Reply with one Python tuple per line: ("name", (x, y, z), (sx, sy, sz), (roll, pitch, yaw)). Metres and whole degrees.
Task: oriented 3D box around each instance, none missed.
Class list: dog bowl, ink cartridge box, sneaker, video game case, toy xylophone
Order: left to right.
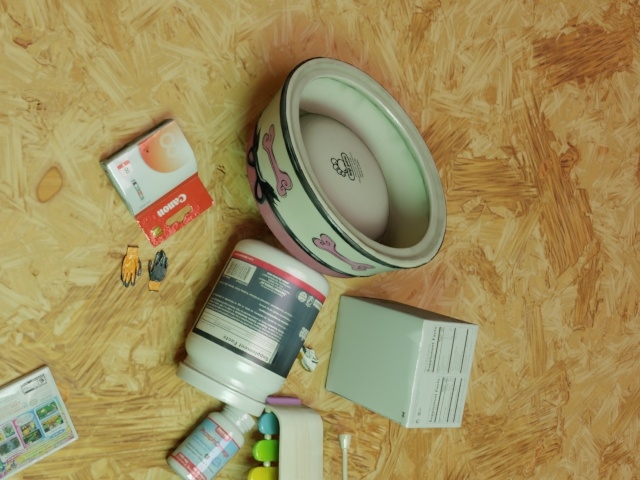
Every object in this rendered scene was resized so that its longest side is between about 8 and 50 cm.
("video game case", (-0.491, 0.300, 1.317), (0.157, 0.019, 0.143), (-27, 112, -29))
("ink cartridge box", (-0.270, -0.096, 1.391), (0.145, 0.045, 0.179), (-39, 114, -23))
("toy xylophone", (-0.043, 0.464, 1.555), (0.236, 0.081, 0.323), (25, 64, -43))
("sneaker", (-0.032, 0.223, 1.617), (0.037, 0.032, 0.083), (-51, 127, -33))
("dog bowl", (0.040, -0.113, 1.442), (0.408, 0.150, 0.408), (27, 48, -36))

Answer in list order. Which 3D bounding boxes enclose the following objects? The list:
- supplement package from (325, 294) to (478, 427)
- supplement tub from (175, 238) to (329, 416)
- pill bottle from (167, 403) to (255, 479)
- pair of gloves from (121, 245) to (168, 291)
("supplement package", (0.154, 0.232, 1.600), (0.145, 0.262, 0.204), (8, 92, -36))
("supplement tub", (-0.120, 0.153, 1.442), (0.191, 0.191, 0.272), (33, 79, -33))
("pill bottle", (-0.197, 0.374, 1.488), (0.160, 0.087, 0.087), (-46, 120, -20))
("pair of gloves", (-0.305, 0.049, 1.409), (0.083, 0.010, 0.074), (12, 91, -36))
